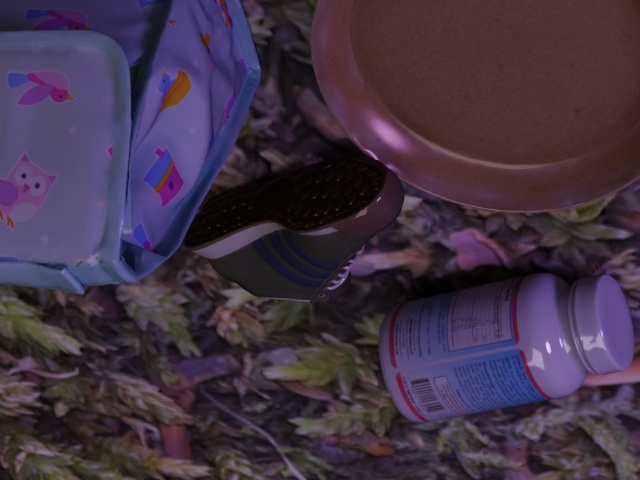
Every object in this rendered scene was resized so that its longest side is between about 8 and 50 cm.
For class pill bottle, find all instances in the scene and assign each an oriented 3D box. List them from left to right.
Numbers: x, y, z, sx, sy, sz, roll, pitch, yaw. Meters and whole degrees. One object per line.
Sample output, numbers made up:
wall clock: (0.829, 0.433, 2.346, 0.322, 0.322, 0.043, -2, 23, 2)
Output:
pill bottle: (0.127, 0.070, 1.320, 0.160, 0.087, 0.087, -13, 127, 27)

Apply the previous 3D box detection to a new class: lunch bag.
lunch bag: (-0.177, -0.073, 1.155, 0.223, 0.262, 0.160, 1, 132, 17)

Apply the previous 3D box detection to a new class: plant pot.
plant pot: (0.112, -0.115, 1.189, 0.236, 0.032, 0.236, 9, 135, 9)

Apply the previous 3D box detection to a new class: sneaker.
sneaker: (0.000, 0.000, 1.300, 0.192, 0.064, 0.086, -12, 133, 45)
